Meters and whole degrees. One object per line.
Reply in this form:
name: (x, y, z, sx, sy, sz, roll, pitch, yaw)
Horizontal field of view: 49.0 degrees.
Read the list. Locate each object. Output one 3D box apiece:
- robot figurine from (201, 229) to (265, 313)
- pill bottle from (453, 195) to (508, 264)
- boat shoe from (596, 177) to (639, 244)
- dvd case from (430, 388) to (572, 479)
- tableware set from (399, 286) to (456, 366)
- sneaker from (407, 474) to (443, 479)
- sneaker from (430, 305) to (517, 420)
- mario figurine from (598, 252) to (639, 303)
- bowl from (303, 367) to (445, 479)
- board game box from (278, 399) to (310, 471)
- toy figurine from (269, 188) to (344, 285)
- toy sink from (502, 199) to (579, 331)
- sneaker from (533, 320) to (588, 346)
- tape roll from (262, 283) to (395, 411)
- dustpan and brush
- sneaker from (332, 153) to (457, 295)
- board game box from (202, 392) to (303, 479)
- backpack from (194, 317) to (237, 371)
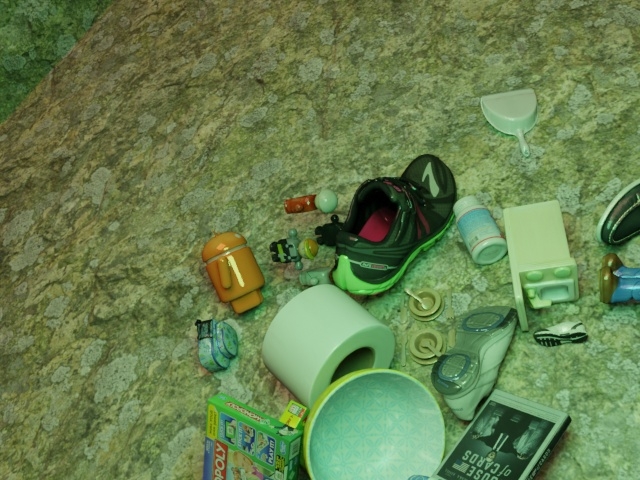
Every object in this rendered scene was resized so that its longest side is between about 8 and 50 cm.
robot figurine: (-0.221, 0.073, 1.783, 0.128, 0.220, 0.158, -27, -2, 44)
pill bottle: (0.372, -0.027, 1.659, 0.087, 0.087, 0.160, -23, 51, 7)
boat shoe: (0.731, -0.087, 1.528, 0.302, 0.114, 0.091, -41, 45, -8)
dvd case: (0.342, 0.402, 1.341, 0.239, 0.030, 0.179, -46, 29, -22)
tableware set: (0.237, 0.186, 1.594, 0.128, 0.039, 0.194, -9, 53, 18)
sneaker: (0.184, 0.545, 1.321, 0.081, 0.080, 0.211, 8, 79, 51)
sneaker: (0.329, 0.246, 1.469, 0.111, 0.129, 0.297, 7, 39, 43)
mario figurine: (0.727, 0.053, 1.395, 0.320, 0.170, 0.198, 0, 55, 26)
bowl: (0.087, 0.388, 1.412, 0.289, 0.289, 0.156, -47, 13, -13)
board game box: (-0.036, 0.412, 1.457, 0.043, 0.181, 0.092, 18, 65, 33)
toy figurine: (0.000, 0.000, 1.720, 0.148, 0.213, 0.210, -6, 52, 37)
toy sink: (0.478, 0.056, 1.511, 0.131, 0.153, 0.234, -9, 52, 17)
sneaker: (0.504, 0.194, 1.479, 0.109, 0.040, 0.044, -6, 38, 16)
tape roll: (0.018, 0.239, 1.519, 0.246, 0.246, 0.169, -44, 51, -11)
dustpan and brush: (0.510, -0.304, 1.828, 0.147, 0.060, 0.211, -9, 46, 2)
sneaker: (0.189, -0.073, 1.661, 0.185, 0.202, 0.483, 14, 44, 27)
board game box: (-0.144, 0.489, 1.403, 0.213, 0.318, 0.046, 16, 19, 32)
backpack: (-0.252, 0.257, 1.716, 0.084, 0.105, 0.114, -13, 57, 16)
